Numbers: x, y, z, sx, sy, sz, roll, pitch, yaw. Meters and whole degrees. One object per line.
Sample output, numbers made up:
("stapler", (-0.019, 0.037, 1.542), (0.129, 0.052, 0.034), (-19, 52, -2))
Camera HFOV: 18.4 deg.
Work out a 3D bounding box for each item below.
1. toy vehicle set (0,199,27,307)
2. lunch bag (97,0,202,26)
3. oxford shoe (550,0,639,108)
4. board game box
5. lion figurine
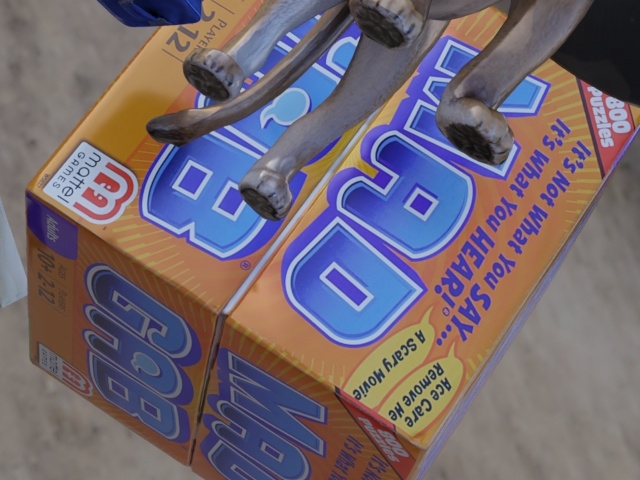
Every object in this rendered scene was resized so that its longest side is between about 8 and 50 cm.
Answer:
("toy vehicle set", (-0.377, -0.074, 1.948), (0.035, 0.166, 0.267), (-28, 116, -29))
("lunch bag", (-0.122, -0.188, 1.385), (0.098, 0.067, 0.065), (38, 49, -66))
("oxford shoe", (0.199, -0.090, 1.001), (0.076, 0.212, 0.076), (-69, 165, -1))
("board game box", (0.000, 0.000, 1.660), (0.356, 0.356, 0.356), (32, -25, 8))
("lion figurine", (0.069, -0.145, 0.954), (0.142, 0.392, 0.240), (46, 65, -24))
